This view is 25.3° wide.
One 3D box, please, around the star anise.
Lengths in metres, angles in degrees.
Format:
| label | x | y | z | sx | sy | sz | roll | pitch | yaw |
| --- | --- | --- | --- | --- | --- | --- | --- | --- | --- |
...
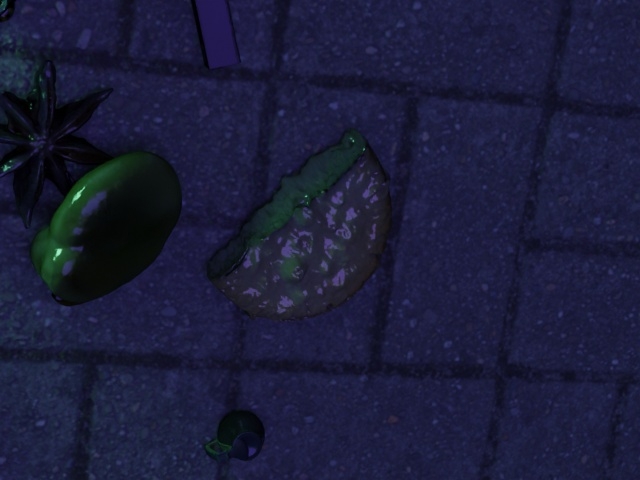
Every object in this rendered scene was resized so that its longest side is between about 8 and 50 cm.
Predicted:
| label | x | y | z | sx | sy | sz | roll | pitch | yaw |
| --- | --- | --- | --- | --- | --- | --- | --- | --- | --- |
| star anise | -0.340 | -0.126 | 1.791 | 0.180 | 0.061 | 0.205 | -15 | 112 | -20 |

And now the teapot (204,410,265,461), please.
| label | x | y | z | sx | sy | sz | roll | pitch | yaw |
| --- | --- | --- | --- | --- | --- | --- | --- | --- | --- |
| teapot | -0.116 | 0.278 | 1.971 | 0.088 | 0.057 | 0.066 | -23 | 109 | -9 |

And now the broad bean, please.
| label | x | y | z | sx | sy | sz | roll | pitch | yaw |
| --- | --- | --- | --- | --- | --- | --- | --- | --- | --- |
| broad bean | -0.268 | -0.011 | 1.816 | 0.169 | 0.100 | 0.228 | 21 | 109 | -47 |

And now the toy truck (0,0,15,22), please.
| label | x | y | z | sx | sy | sz | roll | pitch | yaw |
| --- | --- | --- | --- | --- | --- | --- | --- | --- | --- |
| toy truck | -0.359 | -0.381 | 1.695 | 0.257 | 0.108 | 0.140 | -45 | 99 | -2 |

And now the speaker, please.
| label | x | y | z | sx | sy | sz | roll | pitch | yaw |
| --- | --- | --- | --- | --- | --- | --- | --- | --- | --- |
| speaker | -0.144 | -0.315 | 1.805 | 0.046 | 0.040 | 0.191 | -14 | 109 | -9 |

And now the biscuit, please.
| label | x | y | z | sx | sy | sz | roll | pitch | yaw |
| --- | --- | --- | --- | --- | --- | --- | --- | --- | --- |
| biscuit | 0.000 | 0.000 | 1.911 | 0.281 | 0.084 | 0.179 | -47 | 111 | 0 |
